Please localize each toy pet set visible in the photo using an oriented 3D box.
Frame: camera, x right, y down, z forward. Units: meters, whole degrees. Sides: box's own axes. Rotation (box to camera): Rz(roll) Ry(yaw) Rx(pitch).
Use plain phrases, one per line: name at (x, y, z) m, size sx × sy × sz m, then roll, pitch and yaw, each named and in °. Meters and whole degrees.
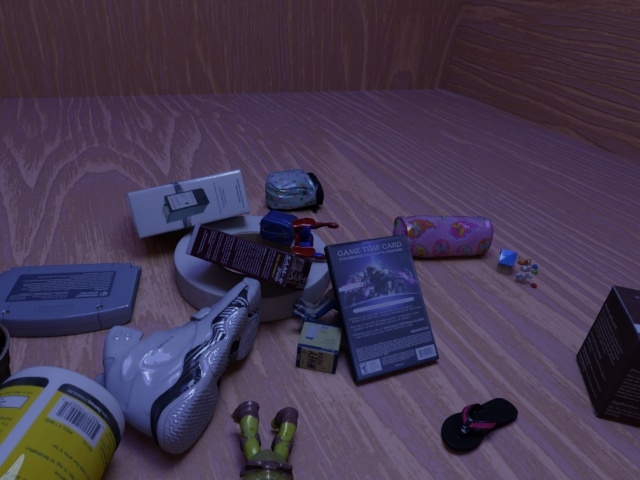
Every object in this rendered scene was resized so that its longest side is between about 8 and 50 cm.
toy pet set at (0.557, 0.061, 1.286) m, size 0.114 × 0.065 × 0.122 m, roll 16°, pitch 32°, yaw 17°

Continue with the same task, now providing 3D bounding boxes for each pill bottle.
pill bottle at (-0.392, 0.332, 0.547) m, size 0.187 × 0.188 × 0.334 m, roll 7°, pitch 30°, yaw 2°

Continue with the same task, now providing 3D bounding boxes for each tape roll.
tape roll at (-0.167, 0.056, 1.165) m, size 0.391 × 0.072 × 0.392 m, roll 5°, pitch 30°, yaw -3°

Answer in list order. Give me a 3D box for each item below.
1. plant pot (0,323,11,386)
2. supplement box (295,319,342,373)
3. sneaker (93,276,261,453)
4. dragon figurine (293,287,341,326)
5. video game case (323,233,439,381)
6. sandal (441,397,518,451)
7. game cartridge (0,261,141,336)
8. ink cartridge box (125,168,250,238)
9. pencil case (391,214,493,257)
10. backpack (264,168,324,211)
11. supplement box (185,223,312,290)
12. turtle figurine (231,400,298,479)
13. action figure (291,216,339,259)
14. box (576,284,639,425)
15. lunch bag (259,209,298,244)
plant pot at (-0.552, 0.236, 0.703) m, size 0.166 × 0.165 × 0.167 m, roll 4°, pitch 30°, yaw -2°
supplement box at (-0.002, 0.215, 0.939) m, size 0.083 × 0.056 × 0.083 m, roll 9°, pitch 31°, yaw 6°
sneaker at (-0.253, 0.184, 0.845) m, size 0.210 × 0.138 × 0.366 m, roll 14°, pitch 41°, yaw 11°
dragon figurine at (0.079, 0.149, 1.035) m, size 0.288 × 0.144 × 0.085 m, roll 16°, pitch 24°, yaw -22°
video game case at (0.127, 0.131, 0.957) m, size 0.195 × 0.026 × 0.275 m, roll -8°, pitch 76°, yaw -23°
sandal at (0.287, 0.319, 0.829) m, size 0.179 × 0.040 × 0.067 m, roll -13°, pitch 36°, yaw -29°
game cartridge at (-0.557, 0.124, 1.002) m, size 0.296 × 0.062 × 0.198 m, roll -1°, pitch 36°, yaw -12°
ink cartridge box at (-0.358, -0.103, 1.251) m, size 0.288 × 0.122 × 0.211 m, roll -15°, pitch 10°, yaw -16°
pencil case at (0.352, -0.014, 1.332) m, size 0.283 × 0.124 × 0.124 m, roll -2°, pitch 31°, yaw -13°
backpack at (-0.093, -0.165, 1.509) m, size 0.181 × 0.115 × 0.152 m, roll -9°, pitch 36°, yaw -18°
supplement box at (-0.152, 0.038, 1.003) m, size 0.239 × 0.073 × 0.130 m, roll 16°, pitch -4°, yaw 18°
turtle figurine at (-0.094, 0.343, 0.677) m, size 0.269 × 0.087 × 0.217 m, roll 1°, pitch 31°, yaw -8°
action figure at (0.000, 0.000, 1.054) m, size 0.138 × 0.092 × 0.280 m, roll 2°, pitch -2°, yaw -4°
box at (0.630, 0.228, 0.884) m, size 0.168 × 0.203 × 0.167 m, roll 12°, pitch 31°, yaw 9°
lunch bag at (-0.112, -0.033, 1.188) m, size 0.098 × 0.067 × 0.065 m, roll 13°, pitch 31°, yaw 14°
